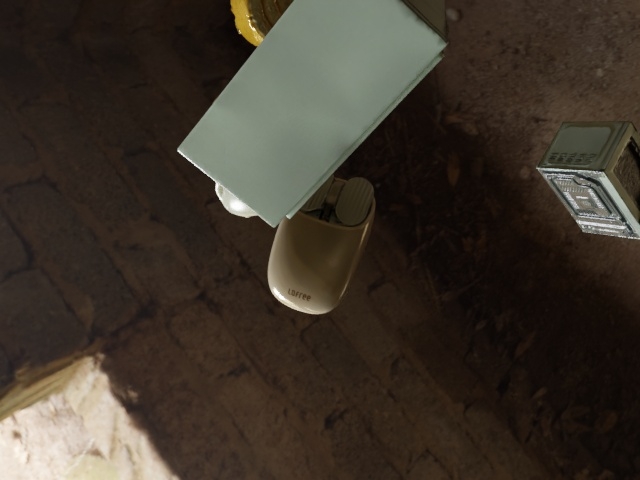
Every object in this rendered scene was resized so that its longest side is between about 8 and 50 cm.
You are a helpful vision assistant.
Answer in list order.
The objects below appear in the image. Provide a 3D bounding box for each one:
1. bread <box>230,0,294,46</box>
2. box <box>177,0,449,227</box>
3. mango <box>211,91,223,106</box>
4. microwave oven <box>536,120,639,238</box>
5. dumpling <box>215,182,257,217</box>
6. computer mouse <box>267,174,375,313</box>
[{"bbox_3d":[-0.048,-0.315,0.825,0.073,0.122,0.149,28,95,54],"label":"bread"},{"bbox_3d":[0.008,-0.164,0.622,0.117,0.225,0.225,39,119,-12],"label":"box"},{"bbox_3d":[-0.132,-0.213,1.496,0.146,0.193,0.316,-43,81,31],"label":"mango"},{"bbox_3d":[0.523,-0.108,1.203,0.208,0.122,0.162,42,163,-32],"label":"microwave oven"},{"bbox_3d":[-0.133,-0.111,1.180,0.169,0.100,0.134,12,127,57],"label":"dumpling"},{"bbox_3d":[0.000,0.000,1.050,0.145,0.082,0.236,21,86,12],"label":"computer mouse"}]
